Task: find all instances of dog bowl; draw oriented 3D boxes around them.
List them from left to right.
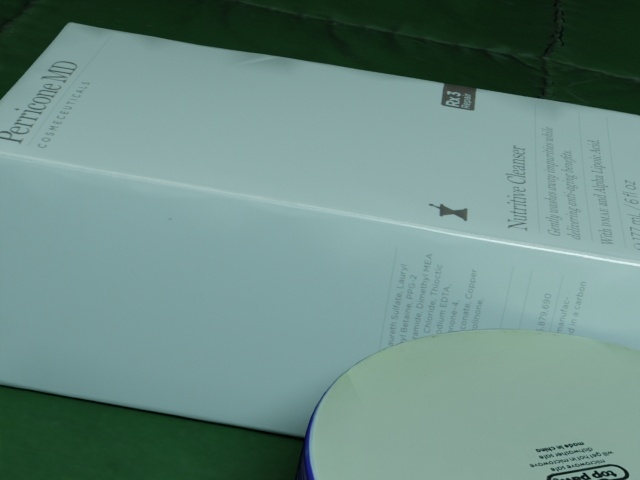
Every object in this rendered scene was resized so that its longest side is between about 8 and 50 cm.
[{"bbox_3d":[0.114,0.148,0.640,0.265,0.104,0.265,7,26,-3],"label":"dog bowl"}]

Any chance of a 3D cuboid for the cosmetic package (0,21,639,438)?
[{"bbox_3d":[0.000,0.000,0.848,0.385,0.156,0.217,10,28,0],"label":"cosmetic package"}]
